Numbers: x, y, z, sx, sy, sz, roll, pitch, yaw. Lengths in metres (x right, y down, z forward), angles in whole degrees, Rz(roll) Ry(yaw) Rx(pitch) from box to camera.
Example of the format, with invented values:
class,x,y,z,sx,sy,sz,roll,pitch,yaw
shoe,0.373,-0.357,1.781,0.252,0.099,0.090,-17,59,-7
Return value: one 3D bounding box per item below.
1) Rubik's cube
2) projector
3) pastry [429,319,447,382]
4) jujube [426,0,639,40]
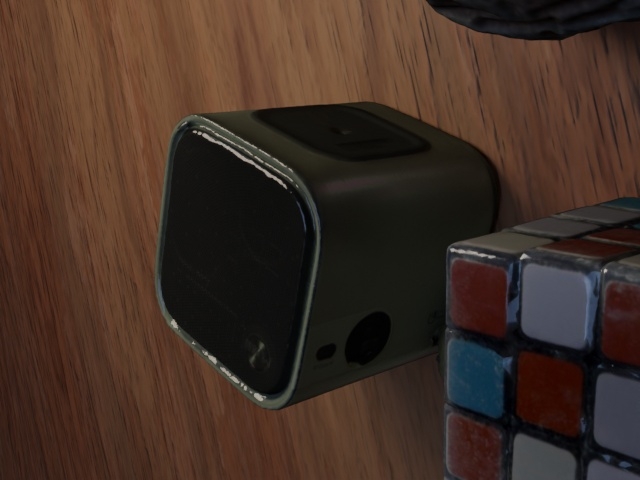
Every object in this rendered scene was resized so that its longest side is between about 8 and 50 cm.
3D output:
class,x,y,z,sx,sy,sz,roll,pitch,yaw
Rubik's cube,0.261,0.119,0.672,0.253,0.258,0.256,14,108,48
projector,0.000,0.000,0.955,0.248,0.249,0.249,33,123,40
pastry,0.185,0.114,0.888,0.165,0.088,0.166,15,110,47
jujube,0.203,-0.262,0.692,0.317,0.226,0.226,-1,97,44
